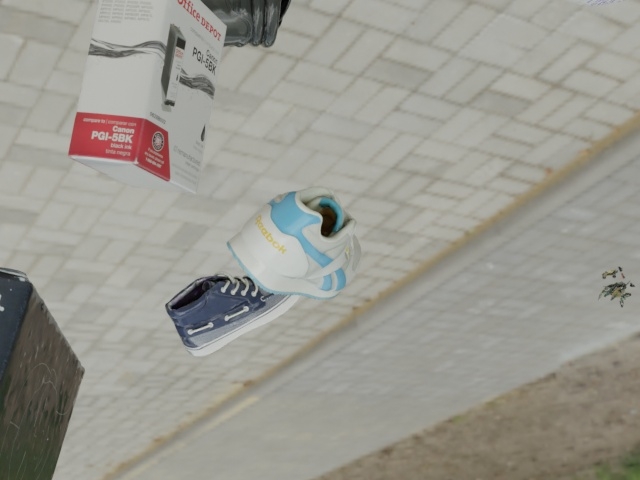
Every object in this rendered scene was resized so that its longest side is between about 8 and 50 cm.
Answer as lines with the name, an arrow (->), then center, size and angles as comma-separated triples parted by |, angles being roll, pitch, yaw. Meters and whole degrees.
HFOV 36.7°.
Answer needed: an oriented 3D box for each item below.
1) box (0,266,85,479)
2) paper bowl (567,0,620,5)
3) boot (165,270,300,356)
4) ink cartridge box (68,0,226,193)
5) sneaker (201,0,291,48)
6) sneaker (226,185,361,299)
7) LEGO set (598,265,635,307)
box -> -0.521, 0.299, 1.191 | 0.297, 0.480, 0.472 | 14, 159, -3
paper bowl -> 0.261, -0.315, 0.700 | 0.284, 0.148, 0.284 | -24, 166, -7
boot -> -0.108, 0.071, 1.266 | 0.190, 0.069, 0.086 | -34, 130, -14
ink cartridge box -> -0.120, -0.110, 0.688 | 0.056, 0.135, 0.099 | 7, 173, 18
sneaker -> -0.108, -0.306, 1.081 | 0.146, 0.296, 0.105 | 3, 137, -12
sneaker -> 0.000, 0.000, 0.960 | 0.092, 0.087, 0.228 | -44, 166, 16
LEGO set -> 0.429, 0.065, 1.403 | 0.054, 0.023, 0.083 | -11, 132, -5
